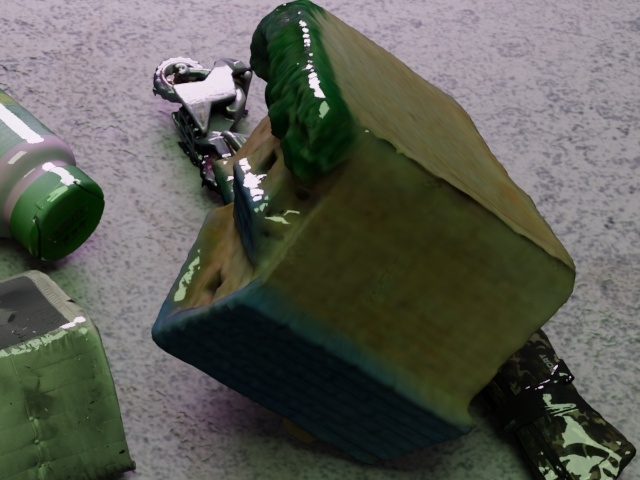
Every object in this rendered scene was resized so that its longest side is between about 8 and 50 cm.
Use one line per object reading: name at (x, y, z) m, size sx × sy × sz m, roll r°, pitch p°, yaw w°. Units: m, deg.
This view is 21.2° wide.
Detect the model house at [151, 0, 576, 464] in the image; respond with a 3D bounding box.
model house at (0.000, 0.000, 1.735) m, size 0.334 × 0.342 × 0.382 m, roll 31°, pitch 19°, yaw -24°

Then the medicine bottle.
medicine bottle at (-0.368, -0.093, 1.920) m, size 0.133 × 0.133 × 0.274 m, roll -33°, pitch 58°, yaw -31°

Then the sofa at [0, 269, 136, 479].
sofa at (-0.325, 0.154, 1.737) m, size 0.210 × 0.176 × 0.225 m, roll -20°, pitch 25°, yaw -23°

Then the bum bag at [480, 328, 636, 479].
bum bag at (0.233, 0.176, 1.786) m, size 0.102 × 0.069 × 0.248 m, roll -40°, pitch 57°, yaw 7°

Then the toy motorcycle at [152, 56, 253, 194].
toy motorcycle at (-0.115, -0.141, 2.035) m, size 0.122 × 0.080 × 0.215 m, roll -18°, pitch 57°, yaw -18°
